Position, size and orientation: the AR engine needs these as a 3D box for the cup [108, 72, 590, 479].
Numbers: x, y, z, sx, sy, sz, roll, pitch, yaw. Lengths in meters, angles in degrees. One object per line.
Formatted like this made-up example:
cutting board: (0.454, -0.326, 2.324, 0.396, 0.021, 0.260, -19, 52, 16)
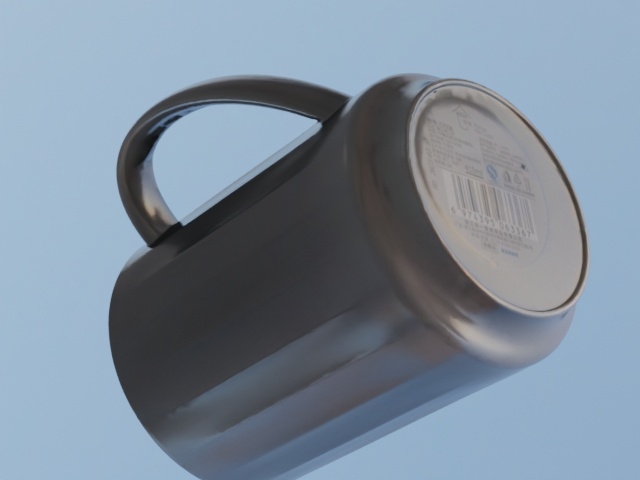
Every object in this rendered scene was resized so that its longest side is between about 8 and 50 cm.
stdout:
cup: (0.000, 0.000, 1.355, 0.327, 0.322, 0.237, -33, -177, 39)
